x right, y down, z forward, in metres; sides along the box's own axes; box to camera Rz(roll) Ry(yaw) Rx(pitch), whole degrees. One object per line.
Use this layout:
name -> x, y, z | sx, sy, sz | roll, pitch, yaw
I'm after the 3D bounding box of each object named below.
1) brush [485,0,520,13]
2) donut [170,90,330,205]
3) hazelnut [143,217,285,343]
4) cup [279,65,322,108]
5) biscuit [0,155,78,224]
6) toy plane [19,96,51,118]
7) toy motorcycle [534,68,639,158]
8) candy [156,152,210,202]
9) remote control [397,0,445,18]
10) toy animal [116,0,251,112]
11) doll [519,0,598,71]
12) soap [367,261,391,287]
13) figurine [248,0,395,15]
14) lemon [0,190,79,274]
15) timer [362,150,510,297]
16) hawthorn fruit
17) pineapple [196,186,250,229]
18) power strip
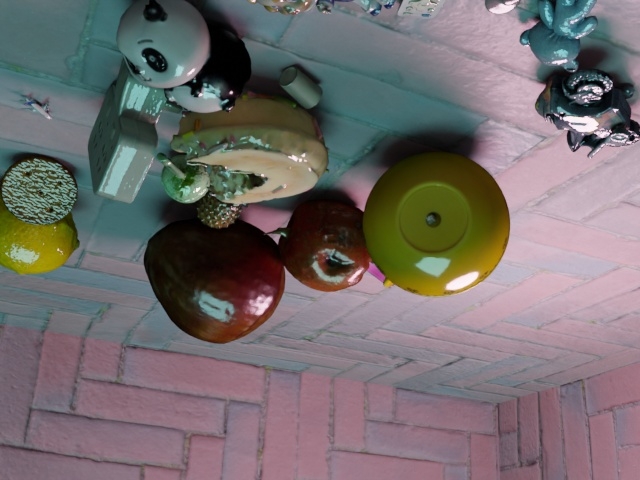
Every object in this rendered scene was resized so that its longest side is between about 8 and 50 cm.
brush -> 0.390, -0.442, 1.338 | 0.266, 0.027, 0.062 | -19, 149, 35
donut -> -0.136, -0.198, 1.770 | 0.307, 0.150, 0.371 | -5, 164, 8
hazelnut -> -0.300, 0.098, 2.275 | 0.421, 0.352, 0.421 | 22, -170, -4
cup -> -0.045, -0.317, 1.665 | 0.054, 0.075, 0.083 | -45, 137, 10
biscuit -> -0.712, -0.126, 2.077 | 0.188, 0.027, 0.187 | -6, 116, -13
toy plane -> -0.626, -0.294, 1.815 | 0.078, 0.024, 0.084 | -8, 161, 24
toy motorcycle -> 0.534, -0.259, 1.647 | 0.173, 0.108, 0.307 | -1, 159, 33
candy -> -0.325, -0.156, 1.833 | 0.119, 0.119, 0.440 | 4, 178, -1
remote control -> 0.183, -0.436, 1.354 | 0.073, 0.044, 0.229 | 0, 166, -7
toy animal -> -0.255, -0.339, 1.478 | 0.187, 0.165, 0.235 | 6, 167, 43
doll -> 0.429, -0.384, 1.424 | 0.120, 0.075, 0.179 | 38, 138, 15
soap -> 0.183, 0.049, 2.381 | 0.065, 0.122, 0.203 | -9, 155, 28
figurine -> -0.005, -0.424, 1.310 | 0.274, 0.133, 0.194 | 1, -179, -9
lemon -> -0.795, -0.025, 2.211 | 0.288, 0.233, 0.233 | 22, 152, -19
timer -> 0.269, -0.033, 1.936 | 0.376, 0.376, 0.387 | -1, 173, 10
hawthorn fruit -> 0.022, 0.008, 2.170 | 0.262, 0.258, 0.258 | 37, 162, 15
pineapple -> -0.226, -0.121, 2.066 | 0.125, 0.125, 0.251 | 15, 150, -26
power strip -> -0.377, -0.235, 1.690 | 0.141, 0.229, 0.261 | 14, 120, -30
